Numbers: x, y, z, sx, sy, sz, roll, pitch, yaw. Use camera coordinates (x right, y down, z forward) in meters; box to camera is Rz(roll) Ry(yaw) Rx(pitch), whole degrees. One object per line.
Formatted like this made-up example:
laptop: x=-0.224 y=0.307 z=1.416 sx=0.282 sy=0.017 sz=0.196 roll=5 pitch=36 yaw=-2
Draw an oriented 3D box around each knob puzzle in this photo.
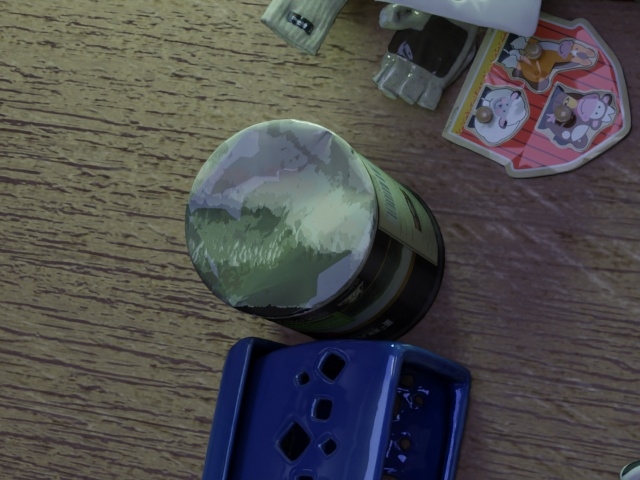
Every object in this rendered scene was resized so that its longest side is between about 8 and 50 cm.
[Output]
knob puzzle: x=0.249 y=-0.158 z=1.945 sx=0.213 sy=0.030 sz=0.213 roll=-3 pitch=79 yaw=17

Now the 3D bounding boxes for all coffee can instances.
coffee can: x=0.000 y=0.000 z=1.867 sx=0.201 sy=0.275 sz=0.201 roll=-3 pitch=79 yaw=18

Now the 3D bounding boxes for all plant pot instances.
plant pot: x=0.010 y=0.218 z=1.854 sx=0.212 sy=0.236 sz=0.236 roll=8 pitch=83 yaw=25

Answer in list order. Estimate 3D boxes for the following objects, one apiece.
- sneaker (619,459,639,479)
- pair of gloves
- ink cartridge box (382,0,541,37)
sneaker: x=0.427 y=0.259 z=1.792 sx=0.229 sy=0.086 sz=0.132 roll=-21 pitch=79 yaw=24
pair of gloves: x=0.073 y=-0.271 z=1.965 sx=0.240 sy=0.042 sz=0.204 roll=25 pitch=84 yaw=-14
ink cartridge box: x=0.150 y=-0.400 z=1.904 sx=0.207 sy=0.119 sz=0.353 roll=12 pitch=84 yaw=-18
